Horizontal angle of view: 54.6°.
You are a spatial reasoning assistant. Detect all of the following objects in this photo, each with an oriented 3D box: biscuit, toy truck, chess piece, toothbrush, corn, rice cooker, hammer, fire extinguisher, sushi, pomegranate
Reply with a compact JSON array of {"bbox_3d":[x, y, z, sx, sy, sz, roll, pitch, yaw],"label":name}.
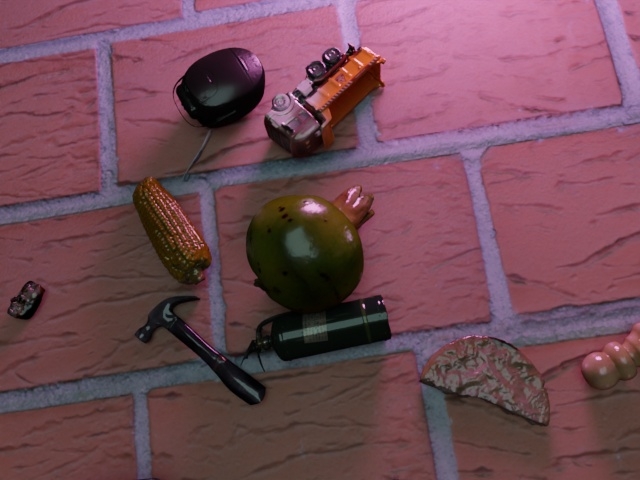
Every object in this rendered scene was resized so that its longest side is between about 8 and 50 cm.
[{"bbox_3d":[0.326,0.253,1.184,0.249,0.032,0.133,18,78,9],"label":"biscuit"},{"bbox_3d":[0.012,-0.296,1.315,0.270,0.114,0.135,-44,72,-10],"label":"toy truck"},{"bbox_3d":[0.568,0.217,1.155,0.170,0.094,0.094,-28,75,5],"label":"chess piece"},{"bbox_3d":[-0.269,-0.187,1.355,0.013,0.011,0.131,21,78,22],"label":"toothbrush"},{"bbox_3d":[-0.306,-0.019,1.272,0.097,0.097,0.262,-33,71,-5],"label":"corn"},{"bbox_3d":[-0.213,-0.323,1.331,0.203,0.118,0.142,-29,76,-4],"label":"rice cooker"},{"bbox_3d":[-0.220,0.220,1.231,0.289,0.037,0.137,36,82,13],"label":"hammer"},{"bbox_3d":[-0.015,0.178,1.202,0.294,0.093,0.118,-12,56,1],"label":"fire extinguisher"},{"bbox_3d":[-0.605,0.127,1.279,0.045,0.044,0.083,27,81,11],"label":"sushi"},{"bbox_3d":[0.000,0.000,1.185,0.301,0.236,0.236,-38,75,-26],"label":"pomegranate"}]

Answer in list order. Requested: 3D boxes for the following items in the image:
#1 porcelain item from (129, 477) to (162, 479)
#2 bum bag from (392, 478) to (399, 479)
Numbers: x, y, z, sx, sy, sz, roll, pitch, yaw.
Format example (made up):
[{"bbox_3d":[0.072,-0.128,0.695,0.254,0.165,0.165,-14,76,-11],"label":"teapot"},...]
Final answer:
[{"bbox_3d":[-0.372,0.575,1.086,0.281,0.157,0.286,-9,74,0],"label":"porcelain item"},{"bbox_3d":[0.067,0.501,1.111,0.247,0.102,0.069,-15,105,0],"label":"bum bag"}]
